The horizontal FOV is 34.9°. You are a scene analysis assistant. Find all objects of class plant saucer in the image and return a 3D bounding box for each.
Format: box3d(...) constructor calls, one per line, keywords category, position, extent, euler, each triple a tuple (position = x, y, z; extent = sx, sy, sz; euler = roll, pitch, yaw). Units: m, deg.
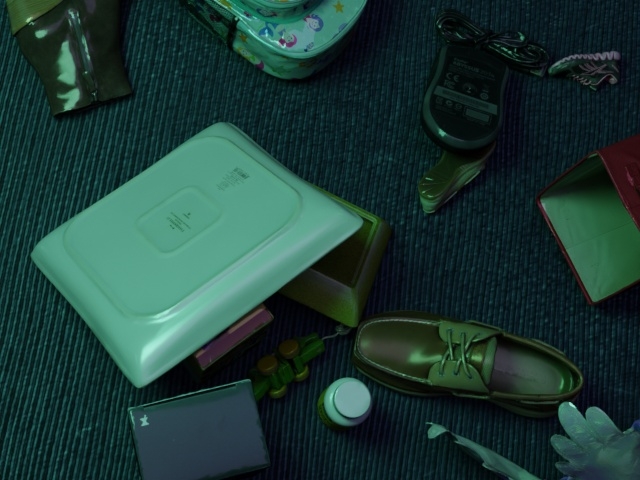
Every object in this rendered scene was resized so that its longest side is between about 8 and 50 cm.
box3d(category="plant saucer", position=(0.000, 0.000, 1.403), extent=(0.188, 0.045, 0.188), euler=(26, 53, -4))

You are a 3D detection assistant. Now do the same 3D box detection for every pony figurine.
box3d(category="pony figurine", position=(0.323, 0.364, 1.298), extent=(0.351, 0.302, 0.364), euler=(30, 66, -33))

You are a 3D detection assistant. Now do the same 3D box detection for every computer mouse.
box3d(category="computer mouse", position=(0.223, -0.217, 1.511), extent=(0.188, 0.072, 0.272), euler=(23, 54, 2))

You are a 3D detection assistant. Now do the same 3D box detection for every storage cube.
box3d(category="storage cube", position=(0.457, -0.044, 1.436), extent=(0.193, 0.215, 0.184), euler=(-21, 78, -20))

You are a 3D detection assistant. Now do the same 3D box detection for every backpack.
box3d(category="backpack", position=(-0.057, -0.370, 1.467), extent=(0.253, 0.191, 0.225), euler=(42, 73, -1))

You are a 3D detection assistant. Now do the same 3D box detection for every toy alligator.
box3d(category="toy alligator", position=(-0.037, 0.156, 1.394), extent=(0.189, 0.056, 0.051), euler=(-36, 39, -22))

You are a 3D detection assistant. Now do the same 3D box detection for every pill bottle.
box3d(category="pill bottle", position=(0.033, 0.216, 1.348), extent=(0.065, 0.116, 0.065), euler=(2, 74, -7))

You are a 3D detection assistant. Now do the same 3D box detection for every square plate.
box3d(category="square plate", position=(-0.176, -0.013, 1.314), extent=(0.344, 0.049, 0.347), euler=(-37, 44, -15))

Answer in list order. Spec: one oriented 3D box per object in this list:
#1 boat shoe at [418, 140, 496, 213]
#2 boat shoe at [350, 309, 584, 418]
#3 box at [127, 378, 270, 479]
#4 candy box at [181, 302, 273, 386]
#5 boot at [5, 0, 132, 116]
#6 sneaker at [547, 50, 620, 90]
box3d(category="boat shoe", position=(0.202, -0.102, 1.501), extent=(0.056, 0.048, 0.153), euler=(31, 64, 28))
box3d(category="boat shoe", position=(0.206, 0.159, 1.387), extent=(0.323, 0.120, 0.123), euler=(11, 73, -5))
box3d(category="box", position=(-0.155, 0.253, 1.264), extent=(0.153, 0.207, 0.108), euler=(-12, 77, -11))
box3d(category="candy box", position=(-0.124, 0.129, 1.312), extent=(0.109, 0.187, 0.053), euler=(-35, 84, -15))
box3d(category="boot", position=(-0.315, -0.308, 1.476), extent=(0.248, 0.090, 0.207), euler=(-25, 94, -18))
box3d(category="sneaker", position=(0.412, -0.259, 1.574), extent=(0.119, 0.047, 0.057), euler=(-7, 87, -9))
